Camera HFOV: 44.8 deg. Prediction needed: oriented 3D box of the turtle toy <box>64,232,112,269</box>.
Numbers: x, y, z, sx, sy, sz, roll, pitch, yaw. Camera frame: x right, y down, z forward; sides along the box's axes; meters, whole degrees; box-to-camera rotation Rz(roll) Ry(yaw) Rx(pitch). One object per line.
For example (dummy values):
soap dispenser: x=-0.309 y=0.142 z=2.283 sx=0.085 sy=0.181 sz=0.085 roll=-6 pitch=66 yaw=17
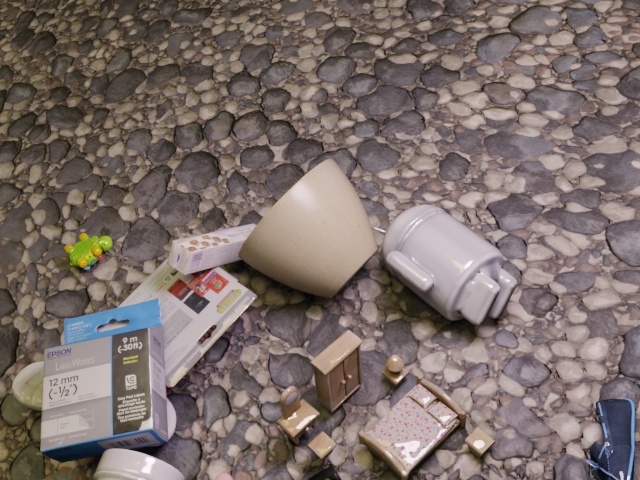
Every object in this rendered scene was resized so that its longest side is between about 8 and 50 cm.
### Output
turtle toy: x=-0.631 y=0.030 z=2.129 sx=0.130 sy=0.066 sz=0.095 roll=-40 pitch=56 yaw=-17

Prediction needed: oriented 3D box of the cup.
cup: x=0.000 y=0.000 z=1.890 sx=0.237 sy=0.331 sz=0.331 roll=43 pitch=70 yaw=5

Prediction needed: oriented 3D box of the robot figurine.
robot figurine: x=0.286 y=0.049 z=1.829 sx=0.299 sy=0.200 sz=0.353 roll=-7 pitch=39 yaw=-46

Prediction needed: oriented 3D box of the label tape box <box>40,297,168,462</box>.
label tape box: x=-0.480 y=0.291 z=1.724 sx=0.249 sy=0.115 sz=0.348 roll=-12 pitch=62 yaw=4

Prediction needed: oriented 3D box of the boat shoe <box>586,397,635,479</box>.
boat shoe: x=0.584 y=0.437 z=1.560 sx=0.088 sy=0.109 sz=0.258 roll=2 pitch=38 yaw=22

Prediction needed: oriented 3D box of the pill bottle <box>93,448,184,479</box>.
pill bottle: x=-0.402 y=0.612 z=1.439 sx=0.228 sy=0.229 sz=0.408 roll=6 pitch=54 yaw=16

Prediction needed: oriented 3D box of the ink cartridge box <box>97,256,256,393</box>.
ink cartridge box: x=-0.334 y=0.204 z=1.898 sx=0.271 sy=0.130 sz=0.309 roll=32 pitch=67 yaw=28

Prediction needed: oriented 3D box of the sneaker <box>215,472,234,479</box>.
sneaker: x=-0.211 y=0.552 z=1.654 sx=0.050 sy=0.070 sz=0.134 roll=-10 pitch=52 yaw=8

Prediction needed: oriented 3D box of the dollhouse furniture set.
dollhouse furniture set: x=0.133 y=0.376 z=1.617 sx=0.303 sy=0.174 sz=0.355 roll=-38 pitch=55 yaw=-25

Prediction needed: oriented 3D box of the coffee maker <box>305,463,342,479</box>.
coffee maker: x=-0.029 y=0.536 z=1.562 sx=0.178 sy=0.171 sz=0.120 roll=-30 pitch=62 yaw=-9

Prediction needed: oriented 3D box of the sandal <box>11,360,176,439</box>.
sandal: x=-0.523 y=0.387 z=1.829 sx=0.416 sy=0.102 sz=0.169 roll=17 pitch=44 yaw=14

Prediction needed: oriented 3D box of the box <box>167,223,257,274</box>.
box: x=-0.247 y=0.018 z=1.928 sx=0.063 sy=0.067 sz=0.324 roll=30 pitch=23 yaw=24
